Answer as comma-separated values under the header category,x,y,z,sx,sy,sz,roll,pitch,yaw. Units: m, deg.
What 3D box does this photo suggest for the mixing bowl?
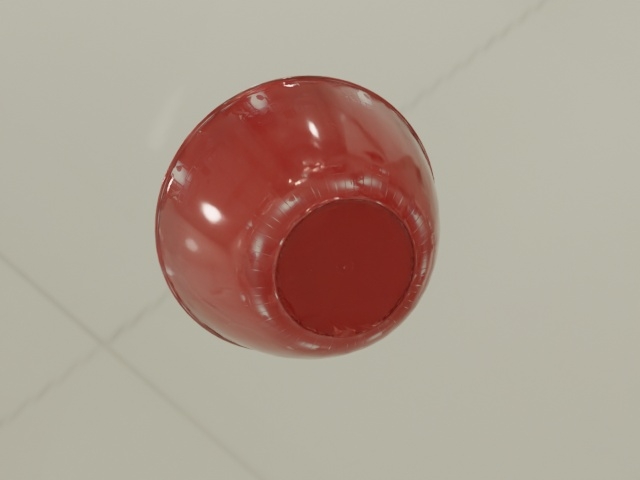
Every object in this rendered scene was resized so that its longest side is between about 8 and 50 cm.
category,x,y,z,sx,sy,sz,roll,pitch,yaw
mixing bowl,0.000,0.000,1.085,0.181,0.181,0.098,-52,25,4
